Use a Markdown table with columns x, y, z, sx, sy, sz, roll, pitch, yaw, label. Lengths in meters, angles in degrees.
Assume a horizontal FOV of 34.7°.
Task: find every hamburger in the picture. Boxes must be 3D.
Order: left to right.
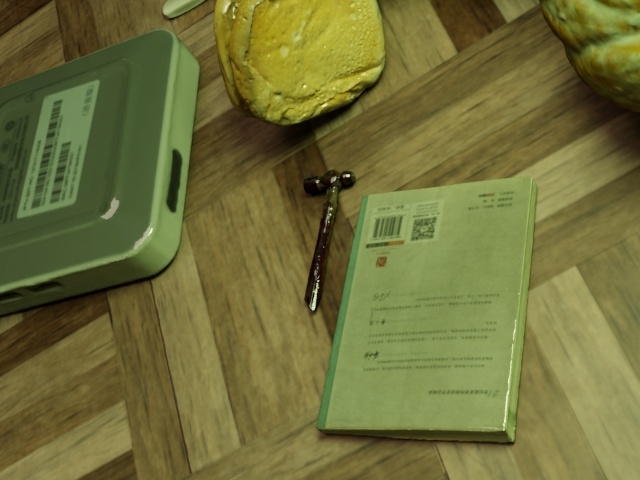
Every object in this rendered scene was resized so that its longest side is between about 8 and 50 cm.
| x | y | z | sx | sy | sz | roll | pitch | yaw | label |
| --- | --- | --- | --- | --- | --- | --- | --- | --- | --- |
| -0.023 | -0.235 | 1.205 | 0.108 | 0.214 | 0.214 | 30 | 81 | 45 | hamburger |

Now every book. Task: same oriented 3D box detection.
| x | y | z | sx | sy | sz | roll | pitch | yaw | label |
| --- | --- | --- | --- | --- | --- | --- | --- | --- | --- |
| 0.111 | 0.065 | 1.053 | 0.214 | 0.025 | 0.283 | -4 | 60 | 32 | book |

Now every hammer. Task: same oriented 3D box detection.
| x | y | z | sx | sy | sz | roll | pitch | yaw | label |
| --- | --- | --- | --- | --- | --- | --- | --- | --- | --- |
| 0.000 | 0.000 | 1.169 | 0.065 | 0.021 | 0.178 | -6 | 62 | 30 | hammer |

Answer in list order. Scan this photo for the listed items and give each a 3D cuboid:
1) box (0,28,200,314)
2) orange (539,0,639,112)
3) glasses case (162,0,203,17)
| x | y | z | sx | sy | sz | roll | pitch | yaw | label |
| --- | --- | --- | --- | --- | --- | --- | --- | --- | --- |
| -0.347 | -0.093 | 1.397 | 0.373 | 0.090 | 0.367 | -14 | 55 | 24 | box |
| 0.349 | -0.253 | 0.901 | 0.329 | 0.329 | 0.249 | -11 | 35 | 27 | orange |
| -0.196 | -0.355 | 1.507 | 0.083 | 0.021 | 0.032 | -25 | 51 | 18 | glasses case |
